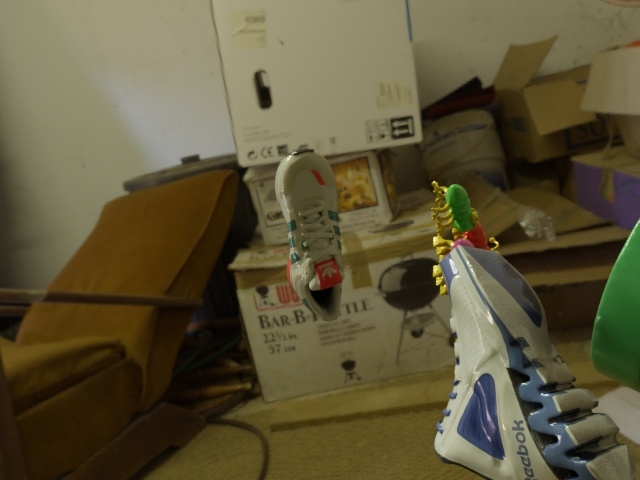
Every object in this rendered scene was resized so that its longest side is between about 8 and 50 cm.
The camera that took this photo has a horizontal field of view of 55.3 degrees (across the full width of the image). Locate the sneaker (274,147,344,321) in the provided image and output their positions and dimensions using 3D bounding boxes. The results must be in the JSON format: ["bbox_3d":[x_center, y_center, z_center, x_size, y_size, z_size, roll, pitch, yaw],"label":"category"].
[{"bbox_3d":[0.000,0.000,0.535,0.057,0.161,0.075,-14,37,-17],"label":"sneaker"}]

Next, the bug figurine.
[{"bbox_3d":[0.231,0.035,0.943,0.072,0.216,0.279,-13,41,21],"label":"bug figurine"}]

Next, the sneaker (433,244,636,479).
[{"bbox_3d":[0.193,0.170,0.717,0.127,0.315,0.182,12,-45,-42],"label":"sneaker"}]

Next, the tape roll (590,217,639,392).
[{"bbox_3d":[0.535,0.078,0.951,0.321,0.321,0.077,-22,34,-36],"label":"tape roll"}]

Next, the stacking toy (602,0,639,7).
[{"bbox_3d":[0.206,-0.394,0.689,0.480,0.350,0.350,-22,15,-15],"label":"stacking toy"}]
